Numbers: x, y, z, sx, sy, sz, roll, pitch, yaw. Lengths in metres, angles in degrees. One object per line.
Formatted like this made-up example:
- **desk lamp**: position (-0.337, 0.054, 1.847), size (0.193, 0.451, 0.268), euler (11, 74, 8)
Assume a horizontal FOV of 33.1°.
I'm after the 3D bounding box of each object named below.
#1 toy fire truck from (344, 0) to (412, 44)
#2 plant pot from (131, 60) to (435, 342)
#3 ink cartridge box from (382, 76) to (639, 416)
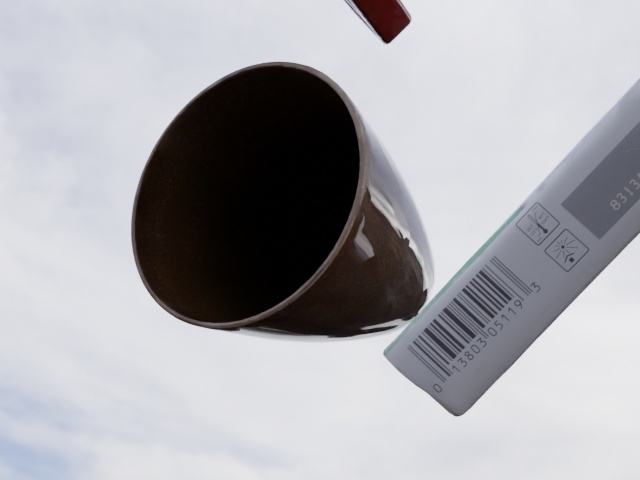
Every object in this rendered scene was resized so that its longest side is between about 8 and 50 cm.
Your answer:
- **toy fire truck**: position (-0.037, -0.312, 0.938), size (0.169, 0.254, 0.302), euler (-43, -22, 5)
- **plant pot**: position (0.000, 0.000, 0.897), size (0.215, 0.215, 0.230), euler (-9, -24, 31)
- **ink cartridge box**: position (0.130, -0.006, 0.593), size (0.056, 0.181, 0.225), euler (42, 15, 5)
